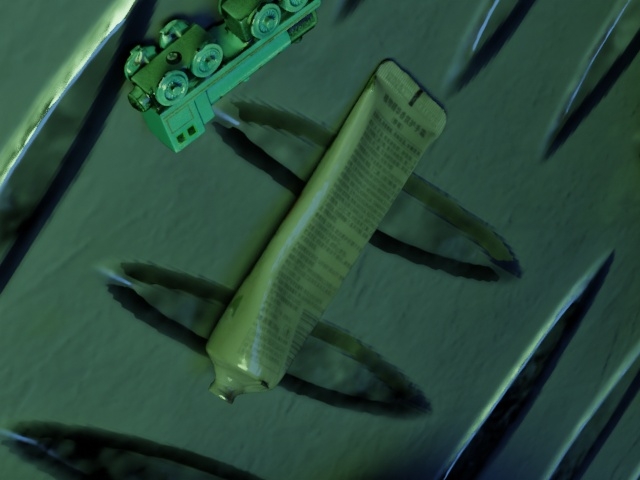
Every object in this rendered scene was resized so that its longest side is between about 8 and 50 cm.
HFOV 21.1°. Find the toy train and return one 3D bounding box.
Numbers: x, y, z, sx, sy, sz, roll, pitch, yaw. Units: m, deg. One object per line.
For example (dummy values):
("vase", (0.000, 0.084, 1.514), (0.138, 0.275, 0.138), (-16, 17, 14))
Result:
("toy train", (-0.036, -0.075, 0.679), (0.092, 0.029, 0.045), (-39, 143, -16))

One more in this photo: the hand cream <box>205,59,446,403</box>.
("hand cream", (0.000, 0.000, 0.763), (0.057, 0.037, 0.165), (38, 82, -47))
